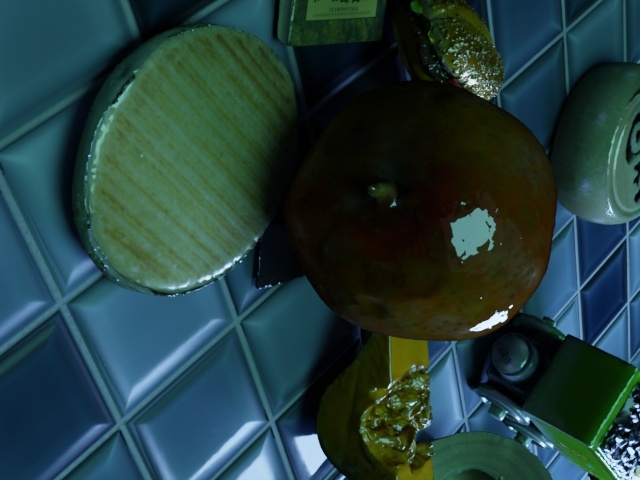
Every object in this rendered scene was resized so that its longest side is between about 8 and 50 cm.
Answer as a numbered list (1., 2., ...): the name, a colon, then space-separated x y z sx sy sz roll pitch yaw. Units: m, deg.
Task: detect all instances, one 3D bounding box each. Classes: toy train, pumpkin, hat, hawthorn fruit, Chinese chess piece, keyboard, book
1. toy train: 0.385 0.246 1.545 0.173 0.249 0.307 -56 142 -10
2. pumpkin: 0.063 0.191 1.244 0.131 0.126 0.247 1 90 -56
3. hat: 0.221 0.395 1.510 0.110 0.252 0.252 90 24 -88
4. hawthorn fruit: 0.089 -0.036 1.002 0.298 0.277 0.276 15 96 -67
5. Chinese chess piece: 0.453 -0.147 1.550 0.250 0.101 0.250 -24 124 -41
6. keyboard: -0.001 0.000 1.148 0.197 0.015 0.074 -17 117 -45
7. book: 0.024 -0.312 1.014 0.160 0.024 0.228 -16 119 -48

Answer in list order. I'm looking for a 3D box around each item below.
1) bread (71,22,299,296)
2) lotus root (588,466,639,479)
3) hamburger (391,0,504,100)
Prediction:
1. bread: -0.122 -0.074 0.942 0.267 0.040 0.266 -26 127 -41
2. lotus root: 0.625 0.422 2.006 0.284 0.146 0.160 -20 105 -40
3. hamburger: 0.146 -0.217 1.132 0.166 0.087 0.137 33 37 -55
